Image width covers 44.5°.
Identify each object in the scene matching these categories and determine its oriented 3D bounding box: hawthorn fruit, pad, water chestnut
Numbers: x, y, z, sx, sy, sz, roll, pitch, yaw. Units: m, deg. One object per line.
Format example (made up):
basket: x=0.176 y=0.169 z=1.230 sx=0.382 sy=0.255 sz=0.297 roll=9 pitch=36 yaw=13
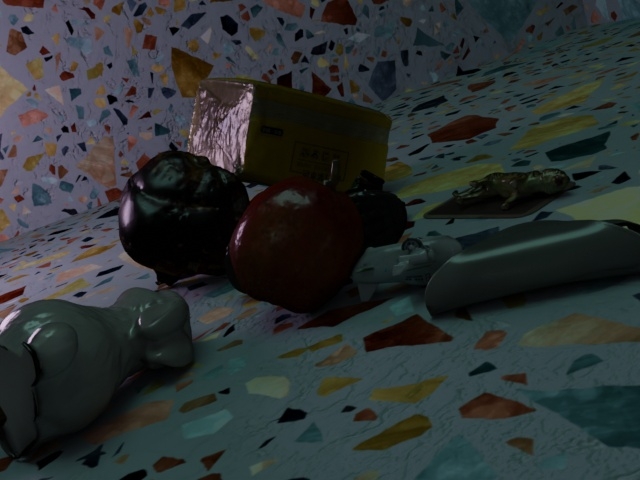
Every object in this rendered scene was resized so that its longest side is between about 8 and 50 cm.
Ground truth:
hawthorn fruit: x=-0.028 y=-0.014 z=1.235 sx=0.205 sy=0.253 sz=0.205 roll=23 pitch=20 yaw=-9
pad: x=0.334 y=-0.077 z=1.490 sx=0.176 sy=0.002 sz=0.266 roll=-29 pitch=18 yaw=-33
water chestnut: x=-0.282 y=-0.040 z=1.609 sx=0.289 sy=0.289 sz=0.244 roll=-25 pitch=-13 yaw=-22

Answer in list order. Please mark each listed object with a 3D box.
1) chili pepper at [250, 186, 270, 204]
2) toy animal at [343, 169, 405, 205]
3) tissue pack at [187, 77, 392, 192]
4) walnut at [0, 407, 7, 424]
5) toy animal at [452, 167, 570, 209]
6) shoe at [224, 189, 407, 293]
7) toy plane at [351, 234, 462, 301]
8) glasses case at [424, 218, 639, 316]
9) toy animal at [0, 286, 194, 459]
chili pepper: x=-0.120 y=-0.080 z=1.924 sx=0.137 sy=0.091 sz=0.368 roll=-34 pitch=7 yaw=2
toy animal: x=0.070 y=-0.048 z=1.581 sx=0.179 sy=0.116 sz=0.218 roll=-44 pitch=11 yaw=23
tissue pack: x=-0.072 y=-0.232 z=1.803 sx=0.382 sy=0.228 sz=0.293 roll=8 pitch=8 yaw=-36
walnut: x=-0.537 y=0.227 z=1.208 sx=0.184 sy=0.155 sz=0.155 roll=-24 pitch=16 yaw=-29
toy animal: x=0.346 y=-0.096 z=1.449 sx=0.099 sy=0.056 sz=0.241 roll=-21 pitch=12 yaw=-33
shoe: x=0.000 y=0.000 z=1.427 sx=0.337 sy=0.132 sz=0.171 roll=-19 pitch=6 yaw=10
toy plane: x=0.132 y=0.037 z=1.192 sx=0.174 sy=0.080 sz=0.174 roll=-14 pitch=-3 yaw=-1
glasses case: x=0.289 y=0.019 z=1.051 sx=0.308 sy=0.083 sz=0.128 roll=-14 pitch=16 yaw=17
toy animal: x=-0.321 y=0.155 z=1.159 sx=0.258 sy=0.193 sz=0.357 roll=-19 pitch=3 yaw=41
